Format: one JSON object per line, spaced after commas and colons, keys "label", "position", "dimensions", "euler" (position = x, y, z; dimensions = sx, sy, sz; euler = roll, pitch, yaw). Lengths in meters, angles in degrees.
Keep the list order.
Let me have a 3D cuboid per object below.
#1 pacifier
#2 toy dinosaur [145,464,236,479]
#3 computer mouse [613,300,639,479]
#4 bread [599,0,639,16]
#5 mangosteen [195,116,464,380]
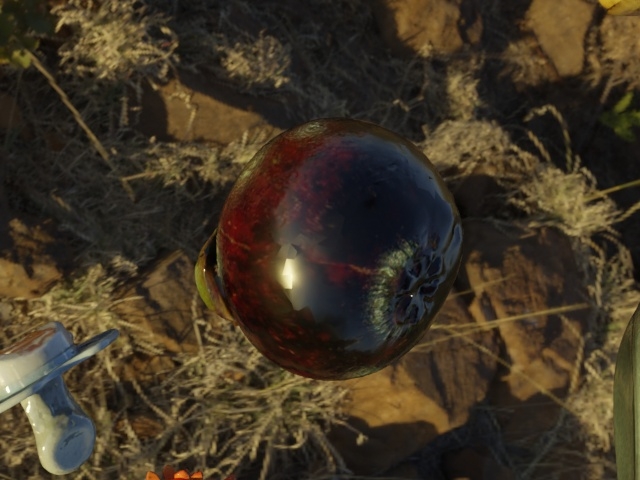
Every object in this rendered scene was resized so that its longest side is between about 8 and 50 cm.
{"label": "pacifier", "position": [-0.401, 0.242, 1.219], "dimensions": [0.279, 0.227, 0.207], "euler": [-35, 95, -46]}
{"label": "toy dinosaur", "position": [-0.274, 0.454, 1.445], "dimensions": [0.288, 0.070, 0.117], "euler": [-17, 84, -33]}
{"label": "computer mouse", "position": [0.396, 0.204, 0.830], "dimensions": [0.203, 0.114, 0.374], "euler": [13, 64, -5]}
{"label": "bread", "position": [0.240, -0.194, 0.578], "dimensions": [0.115, 0.082, 0.056], "euler": [-18, 93, -44]}
{"label": "mangosteen", "position": [0.009, -0.001, 0.949], "dimensions": [0.300, 0.300, 0.300], "euler": [13, 69, -37]}
